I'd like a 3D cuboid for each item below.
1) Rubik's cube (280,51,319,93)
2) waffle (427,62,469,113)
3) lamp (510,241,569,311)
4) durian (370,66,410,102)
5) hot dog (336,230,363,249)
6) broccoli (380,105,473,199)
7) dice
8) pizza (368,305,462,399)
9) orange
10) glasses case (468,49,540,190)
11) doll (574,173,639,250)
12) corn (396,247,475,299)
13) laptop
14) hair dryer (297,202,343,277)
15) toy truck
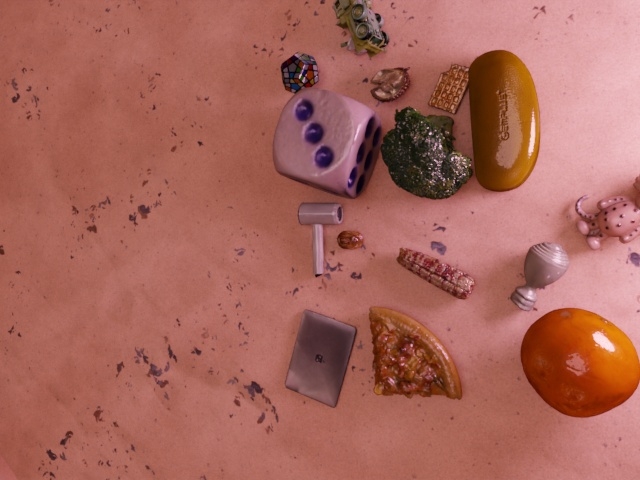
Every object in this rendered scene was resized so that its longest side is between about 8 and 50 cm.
[{"bbox_3d":[-0.065,-0.525,1.680,0.133,0.133,0.111,6,63,24],"label":"Rubik's cube"},{"bbox_3d":[0.374,-0.438,1.533,0.092,0.021,0.135,25,99,22],"label":"waffle"},{"bbox_3d":[0.568,0.091,1.398,0.106,0.106,0.193,34,112,21],"label":"lamp"},{"bbox_3d":[0.219,-0.463,1.576,0.140,0.071,0.110,-28,72,34],"label":"durian"},{"bbox_3d":[0.089,-0.002,1.641,0.083,0.035,0.058,0,92,24],"label":"hot dog"},{"bbox_3d":[0.294,-0.238,1.475,0.269,0.261,0.241,16,56,20],"label":"broccoli"},{"bbox_3d":[0.023,-0.280,1.570,0.251,0.243,0.259,21,94,23],"label":"dice"},{"bbox_3d":[0.266,0.319,1.534,0.258,0.087,0.268,-5,84,21],"label":"pizza"},{"bbox_3d":[0.619,0.285,1.281,0.261,0.261,0.260,-1,88,24],"label":"orange"},{"bbox_3d":[0.488,-0.318,1.415,0.173,0.141,0.371,-4,87,23],"label":"glasses case"},{"bbox_3d":[0.772,-0.081,1.308,0.278,0.119,0.154,-26,78,31],"label":"doll"},{"bbox_3d":[0.322,0.090,1.515,0.237,0.079,0.079,26,99,23],"label":"corn"},{"bbox_3d":[-0.001,0.370,1.683,0.188,0.015,0.268,17,95,23],"label":"laptop"},{"bbox_3d":[0.000,0.000,1.665,0.131,0.073,0.236,2,92,23],"label":"hair dryer"},{"bbox_3d":[0.099,-0.678,1.610,0.135,0.128,0.259,-19,81,36],"label":"toy truck"}]
